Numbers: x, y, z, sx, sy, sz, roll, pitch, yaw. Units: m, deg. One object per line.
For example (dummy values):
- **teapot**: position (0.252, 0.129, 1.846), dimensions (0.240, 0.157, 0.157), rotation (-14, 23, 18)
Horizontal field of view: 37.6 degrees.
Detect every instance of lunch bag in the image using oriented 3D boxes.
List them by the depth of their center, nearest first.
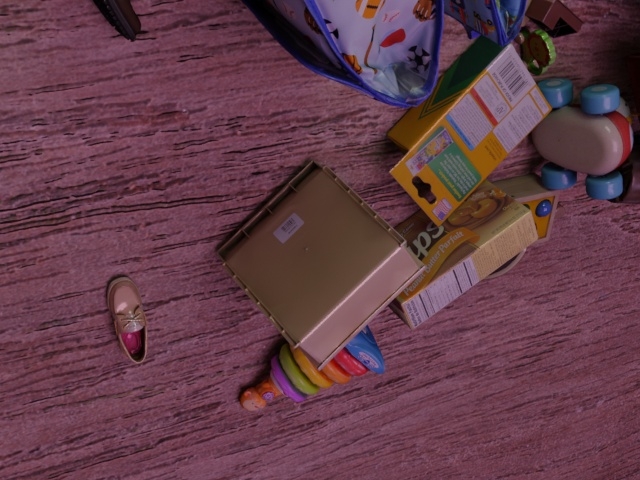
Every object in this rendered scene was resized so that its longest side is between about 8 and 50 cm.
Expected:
- **lunch bag**: position (0.005, -0.390, 1.335), dimensions (0.239, 0.328, 0.385), rotation (-35, 134, -3)
- **lunch bag**: position (0.244, -0.465, 1.514), dimensions (0.138, 0.221, 0.293), rotation (-25, 129, -17)

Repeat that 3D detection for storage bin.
- **storage bin**: position (-0.006, 0.036, 1.658), dimensions (0.262, 0.260, 0.123), rotation (-44, 150, -1)

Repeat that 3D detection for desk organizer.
- **desk organizer**: position (0.442, -0.418, 1.773), dimensions (0.130, 0.047, 0.050), rotation (16, 106, -50)

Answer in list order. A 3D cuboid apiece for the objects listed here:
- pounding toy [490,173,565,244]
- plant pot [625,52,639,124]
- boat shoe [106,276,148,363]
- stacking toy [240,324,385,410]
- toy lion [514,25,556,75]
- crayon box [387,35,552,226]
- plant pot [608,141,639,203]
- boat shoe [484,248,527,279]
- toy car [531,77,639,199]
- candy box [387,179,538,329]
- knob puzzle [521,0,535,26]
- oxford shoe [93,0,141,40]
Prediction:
- **pounding toy**: position (0.456, -0.041, 2.012), dimensions (0.206, 0.094, 0.181), rotation (-12, 125, -26)
- **plant pot**: position (0.778, -0.261, 1.834), dimensions (0.236, 0.267, 0.267), rotation (-16, 103, 3)
- **boat shoe**: position (-0.329, 0.142, 1.642), dimensions (0.063, 0.059, 0.170), rotation (-21, 128, -21)
- **stacking toy**: position (-0.038, 0.251, 1.865), dimensions (0.302, 0.165, 0.175), rotation (-35, 135, 11)
- **toy lion**: position (0.410, -0.355, 1.778), dimensions (0.034, 0.096, 0.100), rotation (-29, 131, -14)
- **crayon box**: position (0.269, -0.208, 1.790), dimensions (0.323, 0.083, 0.203), rotation (-47, 133, 0)
- **plant pot**: position (0.710, -0.148, 2.076), dimensions (0.165, 0.167, 0.167), rotation (-5, 122, -21)
- **boat shoe**: position (0.326, 0.038, 1.938), dimensions (0.073, 0.080, 0.223), rotation (20, 144, -32)
- **toy car**: position (0.574, -0.235, 1.909), dimensions (0.238, 0.210, 0.219), rotation (-28, 120, -32)
- **candy box**: position (0.244, 0.015, 1.851), dimensions (0.316, 0.183, 0.087), rotation (-35, 131, -9)
- **knob puzzle**: position (0.355, -0.476, 1.703), dimensions (0.213, 0.030, 0.213), rotation (-26, 132, -33)
- **oxford shoe**: position (-0.288, -0.387, 1.314), dimensions (0.096, 0.083, 0.227), rotation (-32, 132, -18)
